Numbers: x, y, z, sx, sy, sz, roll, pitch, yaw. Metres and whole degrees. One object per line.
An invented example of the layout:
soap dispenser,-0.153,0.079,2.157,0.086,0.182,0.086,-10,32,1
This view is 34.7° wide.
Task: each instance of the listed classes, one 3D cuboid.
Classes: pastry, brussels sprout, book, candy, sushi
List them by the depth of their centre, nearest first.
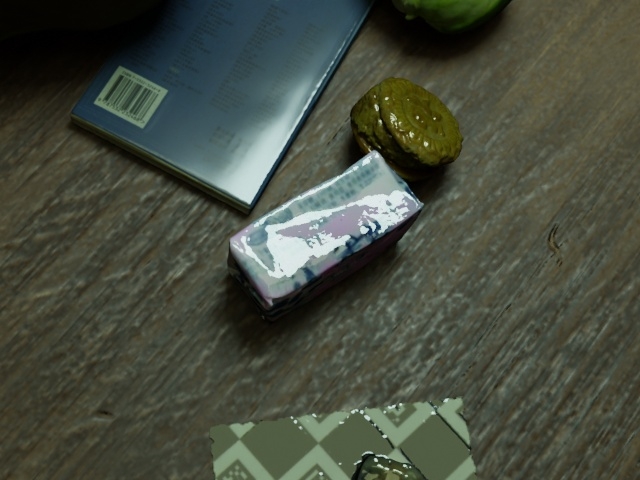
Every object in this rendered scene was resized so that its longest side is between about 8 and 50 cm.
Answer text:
sushi,0.031,0.245,0.810,0.219,0.047,0.232,-6,71,-6
candy,0.000,0.000,0.872,0.160,0.092,0.073,-32,81,-16
pastry,0.076,-0.099,0.914,0.097,0.057,0.109,18,45,-31
brussels sprout,0.115,-0.285,0.966,0.145,0.131,0.183,-35,74,9
book,-0.084,-0.178,0.966,0.190,0.025,0.269,27,71,5

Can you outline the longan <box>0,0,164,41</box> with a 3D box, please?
longan,-0.272,-0.346,0.856,0.404,0.336,0.405,-2,108,-5
